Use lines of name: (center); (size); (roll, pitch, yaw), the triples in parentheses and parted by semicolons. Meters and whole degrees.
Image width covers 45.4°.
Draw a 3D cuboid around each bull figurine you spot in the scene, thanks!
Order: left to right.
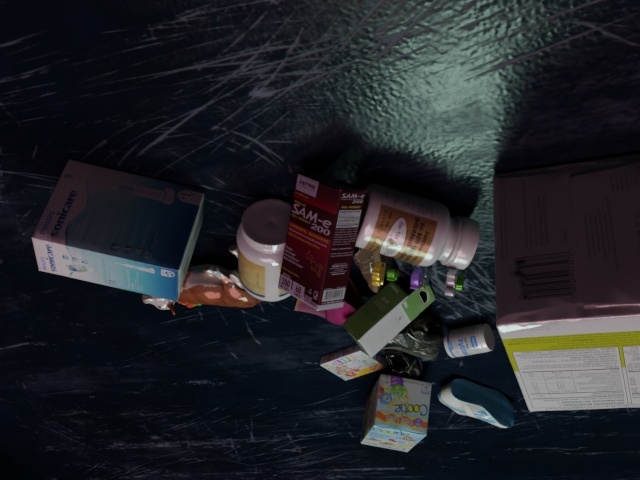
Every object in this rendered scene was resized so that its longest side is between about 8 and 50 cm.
bull figurine: (-0.287, 0.094, 1.796); (0.310, 0.101, 0.188); (-1, 140, 16)

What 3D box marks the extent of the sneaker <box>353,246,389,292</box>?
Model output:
sneaker: (0.107, 0.037, 1.669); (0.071, 0.066, 0.188); (18, 141, 18)

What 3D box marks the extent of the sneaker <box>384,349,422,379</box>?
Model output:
sneaker: (0.209, 0.316, 1.984); (0.067, 0.078, 0.188); (-11, 141, 25)

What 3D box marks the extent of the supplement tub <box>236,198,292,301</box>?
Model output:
supplement tub: (-0.105, 0.021, 1.617); (0.144, 0.144, 0.200); (9, 143, 2)

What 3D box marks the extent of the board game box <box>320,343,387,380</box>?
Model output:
board game box: (0.089, 0.331, 2.076); (0.103, 0.026, 0.154); (36, 137, -29)

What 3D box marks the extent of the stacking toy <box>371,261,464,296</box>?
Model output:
stacking toy: (0.211, 0.074, 1.607); (0.166, 0.052, 0.221); (7, -178, 17)

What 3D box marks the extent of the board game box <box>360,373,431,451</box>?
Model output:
board game box: (0.205, 0.479, 2.104); (0.144, 0.142, 0.275); (11, 156, 0)

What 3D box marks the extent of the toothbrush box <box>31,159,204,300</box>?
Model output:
toothbrush box: (-0.409, -0.022, 1.578); (0.295, 0.216, 0.126); (13, 143, -4)

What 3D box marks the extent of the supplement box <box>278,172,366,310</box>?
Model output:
supplement box: (0.000, 0.000, 1.473); (0.073, 0.240, 0.130); (-3, -161, -42)

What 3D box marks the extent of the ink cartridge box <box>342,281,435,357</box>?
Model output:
ink cartridge box: (0.160, 0.164, 1.759); (0.209, 0.062, 0.109); (-41, 144, -6)

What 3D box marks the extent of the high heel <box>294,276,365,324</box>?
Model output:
high heel: (0.058, 0.070, 1.675); (0.181, 0.127, 0.377); (10, 152, -6)

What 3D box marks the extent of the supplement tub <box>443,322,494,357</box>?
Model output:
supplement tub: (0.360, 0.243, 1.856); (0.107, 0.071, 0.071); (-17, 135, 32)

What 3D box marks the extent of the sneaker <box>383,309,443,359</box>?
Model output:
sneaker: (0.191, 0.210, 1.847); (0.227, 0.087, 0.130); (14, 135, 1)

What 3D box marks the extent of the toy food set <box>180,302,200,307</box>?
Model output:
toy food set: (-0.343, 0.145, 1.945); (0.082, 0.020, 0.083); (-23, 131, 37)

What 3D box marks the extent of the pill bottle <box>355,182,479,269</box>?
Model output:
pill bottle: (0.186, -0.021, 1.500); (0.229, 0.131, 0.131); (16, 143, -8)

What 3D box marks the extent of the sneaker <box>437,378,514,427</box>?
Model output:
sneaker: (0.433, 0.452, 2.112); (0.228, 0.087, 0.092); (29, 147, -12)

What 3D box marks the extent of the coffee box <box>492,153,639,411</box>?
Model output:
coffee box: (0.514, 0.084, 1.385); (0.338, 0.338, 0.334); (-8, 140, 22)
